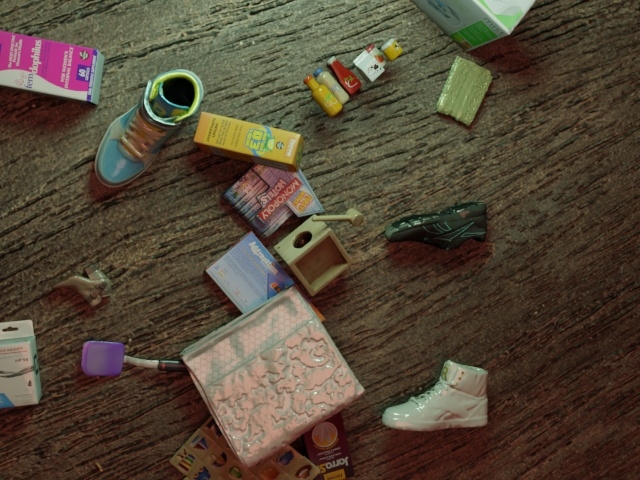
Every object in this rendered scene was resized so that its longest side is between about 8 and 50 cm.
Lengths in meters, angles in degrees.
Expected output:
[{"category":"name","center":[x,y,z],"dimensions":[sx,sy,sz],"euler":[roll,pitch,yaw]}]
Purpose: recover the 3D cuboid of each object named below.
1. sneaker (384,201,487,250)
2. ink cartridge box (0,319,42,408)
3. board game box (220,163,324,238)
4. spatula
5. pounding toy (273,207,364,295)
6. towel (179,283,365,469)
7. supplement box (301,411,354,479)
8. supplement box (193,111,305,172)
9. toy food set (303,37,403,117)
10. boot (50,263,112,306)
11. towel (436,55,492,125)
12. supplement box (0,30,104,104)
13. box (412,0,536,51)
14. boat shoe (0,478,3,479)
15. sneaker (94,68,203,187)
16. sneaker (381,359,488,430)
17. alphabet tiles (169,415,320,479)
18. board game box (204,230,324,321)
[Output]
[{"category":"sneaker","center":[0.289,-0.021,1.709],"dimensions":[0.267,0.101,0.106],"euler":[-12,101,-10]},{"category":"ink cartridge box","center":[-0.686,0.274,1.556],"dimensions":[0.104,0.060,0.180],"euler":[-6,98,-11]},{"category":"board game box","center":[-0.096,-0.102,1.638],"dimensions":[0.194,0.060,0.194],"euler":[-46,102,-4]},{"category":"spatula","center":[-0.400,0.286,1.634],"dimensions":[0.296,0.030,0.084],"euler":[8,96,-13]},{"category":"pounding toy","center":[0.000,-0.010,1.625],"dimensions":[0.206,0.094,0.181],"euler":[-39,130,-5]},{"category":"towel","center":[-0.112,0.312,1.631],"dimensions":[0.331,0.053,0.317],"euler":[-32,90,-4]},{"category":"supplement box","center":[0.010,0.490,1.717],"dimensions":[0.104,0.081,0.188],"euler":[-14,99,-9]},{"category":"supplement box","center":[-0.157,-0.218,1.560],"dimensions":[0.233,0.080,0.078],"euler":[13,82,6]},{"category":"toy food set","center":[0.068,-0.396,1.612],"dimensions":[0.232,0.111,0.104],"euler":[-43,103,-2]},{"category":"boot","center":[-0.533,0.111,1.581],"dimensions":[0.118,0.042,0.087],"euler":[-26,103,-8]},{"category":"towel","center":[0.351,-0.365,1.719],"dimensions":[0.110,0.027,0.148],"euler":[22,90,-14]},{"category":"supplement box","center":[-0.581,-0.362,1.480],"dimensions":[0.219,0.114,0.111],"euler":[8,96,-11]},{"category":"box","center":[0.322,-0.575,1.585],"dimensions":[0.262,0.231,0.127],"euler":[39,87,-14]},{"category":"boat shoe","center":[-0.790,0.564,1.554],"dimensions":[0.277,0.098,0.096],"euler":[29,90,-4]},{"category":"sneaker","center":[-0.371,-0.243,1.488],"dimensions":[0.127,0.208,0.319],"euler":[38,88,-15]},{"category":"sneaker","center":[0.289,0.381,1.758],"dimensions":[0.292,0.108,0.169],"euler":[1,95,-22]},{"category":"alphabet tiles","center":[-0.179,0.577,1.682],"dimensions":[0.342,0.011,0.285],"euler":[41,97,-5]},{"category":"board game box","center":[-0.131,0.128,1.674],"dimensions":[0.145,0.027,0.281],"euler":[-40,102,-3]}]
